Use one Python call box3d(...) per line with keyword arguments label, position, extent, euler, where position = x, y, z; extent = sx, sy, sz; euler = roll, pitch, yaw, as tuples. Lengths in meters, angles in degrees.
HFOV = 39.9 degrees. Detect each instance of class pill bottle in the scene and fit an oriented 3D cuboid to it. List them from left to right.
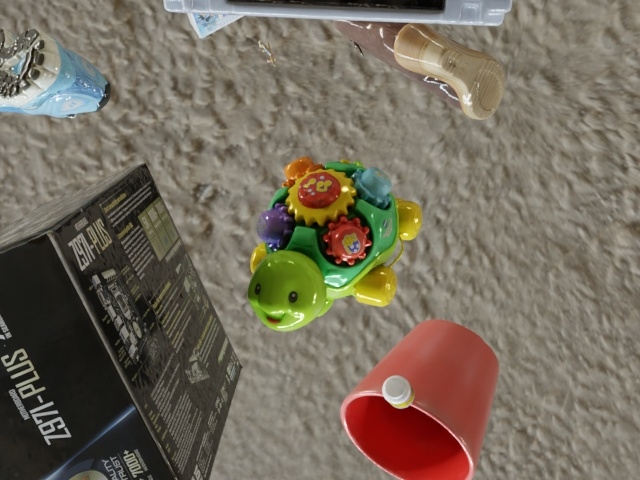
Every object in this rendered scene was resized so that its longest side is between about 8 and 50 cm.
box3d(label="pill bottle", position=(0.118, 0.230, 1.346), extent=(0.043, 0.083, 0.043), euler=(-4, 72, 12))

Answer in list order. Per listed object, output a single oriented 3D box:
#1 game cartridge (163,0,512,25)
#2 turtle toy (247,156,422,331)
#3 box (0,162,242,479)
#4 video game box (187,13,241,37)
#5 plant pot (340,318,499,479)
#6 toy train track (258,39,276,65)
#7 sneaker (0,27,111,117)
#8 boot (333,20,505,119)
box3d(label="game cartridge", position=(0.012, -0.228, 0.814), extent=(0.294, 0.196, 0.060), euler=(2, 100, -1))
box3d(label="turtle toy", position=(0.000, 0.000, 0.519), extent=(0.095, 0.066, 0.130), euler=(10, 57, 23))
box3d(label="box", position=(-0.113, 0.053, 0.462), extent=(0.077, 0.180, 0.147), euler=(-22, 103, 7))
box3d(label="video game box", position=(-0.132, -0.436, 1.406), extent=(0.205, 0.187, 0.048), euler=(-30, 65, -7))
box3d(label="plant pot", position=(0.214, 0.304, 1.713), extent=(0.274, 0.243, 0.275), euler=(21, 138, 20))
box3d(label="toy train track", position=(-0.100, -0.344, 1.606), extent=(0.014, 0.083, 0.048), euler=(-18, 78, 10))
box3d(label="sneaker", position=(-0.200, -0.108, 0.631), extent=(0.073, 0.162, 0.063), euler=(22, 89, -36))
box3d(label="boot", position=(0.153, -0.275, 1.325), extent=(0.206, 0.248, 0.090), euler=(33, 97, 35))
